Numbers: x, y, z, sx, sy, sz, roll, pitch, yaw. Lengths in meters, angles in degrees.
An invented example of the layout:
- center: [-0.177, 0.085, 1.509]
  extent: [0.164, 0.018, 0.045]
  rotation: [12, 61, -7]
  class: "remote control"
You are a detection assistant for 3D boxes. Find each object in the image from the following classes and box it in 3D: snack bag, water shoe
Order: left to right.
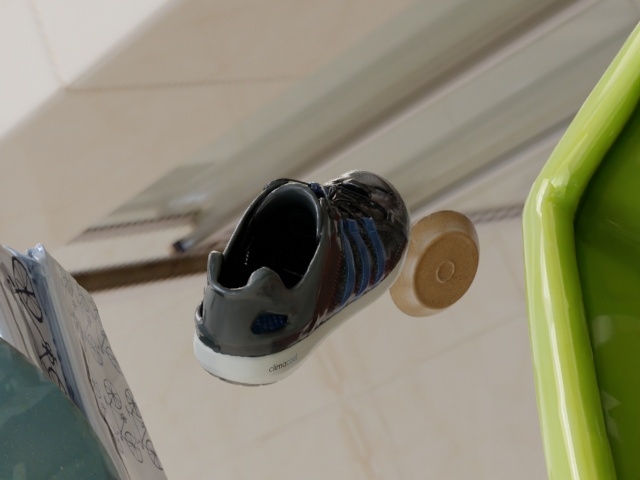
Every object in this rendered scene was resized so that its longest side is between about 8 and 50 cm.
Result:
- center: [-0.204, 0.142, 1.438]
  extent: [0.342, 0.037, 0.323]
  rotation: [58, -173, -68]
  class: "snack bag"
- center: [0.000, 0.000, 0.904]
  extent: [0.073, 0.080, 0.203]
  rotation: [17, -144, 16]
  class: "water shoe"

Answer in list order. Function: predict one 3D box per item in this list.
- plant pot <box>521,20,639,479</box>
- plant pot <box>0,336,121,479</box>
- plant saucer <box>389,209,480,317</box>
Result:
- center: [0.201, 0.004, 0.428]
  extent: [0.207, 0.228, 0.227]
  rotation: [25, -151, -12]
  class: "plant pot"
- center: [-0.284, 0.200, 1.000]
  extent: [0.290, 0.290, 0.195]
  rotation: [51, -141, -10]
  class: "plant pot"
- center: [0.086, 0.020, 1.196]
  extent: [0.083, 0.015, 0.083]
  rotation: [-16, -60, -30]
  class: "plant saucer"
